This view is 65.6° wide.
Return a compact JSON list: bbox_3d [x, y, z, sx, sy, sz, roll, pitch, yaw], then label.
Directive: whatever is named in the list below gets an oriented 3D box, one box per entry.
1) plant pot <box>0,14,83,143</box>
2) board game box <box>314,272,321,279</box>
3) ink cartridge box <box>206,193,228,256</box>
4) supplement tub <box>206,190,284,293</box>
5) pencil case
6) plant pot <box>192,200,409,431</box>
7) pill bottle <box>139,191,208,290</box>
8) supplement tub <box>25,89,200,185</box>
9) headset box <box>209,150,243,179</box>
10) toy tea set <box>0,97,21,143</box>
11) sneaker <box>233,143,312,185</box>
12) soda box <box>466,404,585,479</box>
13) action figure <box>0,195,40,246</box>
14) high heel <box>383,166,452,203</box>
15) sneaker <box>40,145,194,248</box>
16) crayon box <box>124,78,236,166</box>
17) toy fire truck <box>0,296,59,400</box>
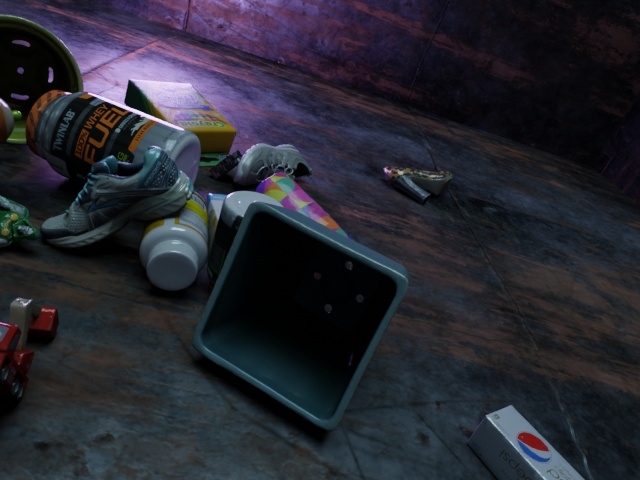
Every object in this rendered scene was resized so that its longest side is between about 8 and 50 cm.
[{"bbox_3d":[-0.728,-0.394,1.194,0.276,0.275,0.254,3,21,-29],"label":"plant pot"},{"bbox_3d":[-0.029,0.034,1.079,0.147,0.045,0.193,26,29,10],"label":"board game box"},{"bbox_3d":[-0.185,-0.021,1.025,0.090,0.092,0.143,5,31,-27],"label":"ink cartridge box"},{"bbox_3d":[-0.136,0.018,0.887,0.117,0.190,0.117,16,29,-9],"label":"supplement tub"},{"bbox_3d":[-0.040,-0.036,1.011,0.236,0.104,0.104,43,35,21],"label":"pencil case"},{"bbox_3d":[-0.003,0.093,0.802,0.248,0.247,0.252,28,13,13],"label":"plant pot"},{"bbox_3d":[-0.268,-0.005,0.919,0.117,0.117,0.215,10,30,-18],"label":"pill bottle"},{"bbox_3d":[-0.436,-0.194,1.061,0.316,0.193,0.193,21,28,3],"label":"supplement tub"},{"bbox_3d":[-0.250,-0.198,1.314,0.032,0.083,0.062,56,28,-10],"label":"headset box"},{"bbox_3d":[-0.667,-0.214,0.952,0.124,0.199,0.336,-20,42,-41],"label":"toy tea set"},{"bbox_3d":[-0.122,-0.201,1.370,0.115,0.105,0.281,39,36,18],"label":"sneaker"},{"bbox_3d":[0.324,0.353,0.727,0.074,0.069,0.216,-3,37,-37],"label":"soda box"},{"bbox_3d":[-0.581,-0.048,0.819,0.232,0.137,0.063,20,-16,-10],"label":"action figure"},{"bbox_3d":[0.343,-0.229,1.717,0.186,0.093,0.261,39,42,20],"label":"high heel"},{"bbox_3d":[-0.375,-0.084,0.877,0.283,0.122,0.110,-22,33,4],"label":"sneaker"},{"bbox_3d":[-0.386,-0.338,1.414,0.203,0.083,0.323,-14,52,-46],"label":"crayon box"},{"bbox_3d":[-0.376,0.122,0.610,0.047,0.192,0.135,11,58,-14],"label":"toy fire truck"}]
